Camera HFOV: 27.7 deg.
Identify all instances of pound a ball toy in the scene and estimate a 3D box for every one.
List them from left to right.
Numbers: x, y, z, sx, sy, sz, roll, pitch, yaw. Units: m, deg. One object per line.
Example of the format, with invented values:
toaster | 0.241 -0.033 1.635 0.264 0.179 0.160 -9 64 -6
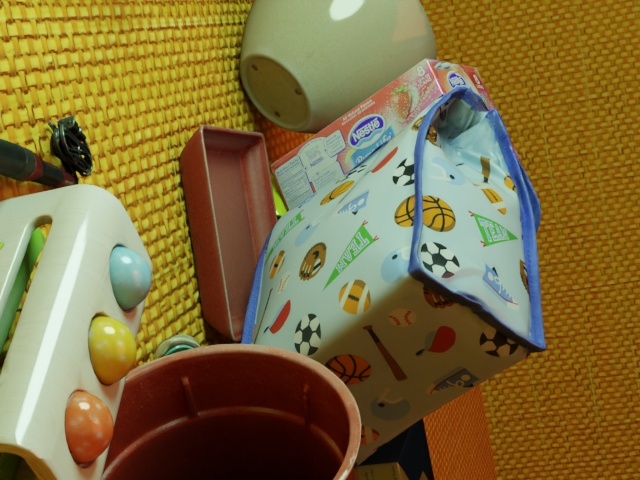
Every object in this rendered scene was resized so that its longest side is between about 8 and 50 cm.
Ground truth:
pound a ball toy | -0.222 0.080 0.979 0.319 0.136 0.208 -83 159 -47

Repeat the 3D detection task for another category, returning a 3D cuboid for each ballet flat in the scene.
ballet flat | -0.149 0.135 1.423 0.052 0.057 0.168 57 -3 31

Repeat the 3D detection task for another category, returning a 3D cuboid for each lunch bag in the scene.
lunch bag | 0.087 0.027 1.554 0.239 0.328 0.385 34 36 -27

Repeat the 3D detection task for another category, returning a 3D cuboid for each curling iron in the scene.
curling iron | -0.263 -0.079 1.116 0.274 0.035 0.068 -5 82 -76

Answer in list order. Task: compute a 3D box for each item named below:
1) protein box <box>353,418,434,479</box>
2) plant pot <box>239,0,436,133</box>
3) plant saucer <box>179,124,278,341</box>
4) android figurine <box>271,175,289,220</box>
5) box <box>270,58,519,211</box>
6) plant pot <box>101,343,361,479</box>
protein box | 0.030 0.318 1.667 0.200 0.201 0.136 -48 128 -72
plant pot | -0.005 -0.262 1.844 0.191 0.284 0.284 -44 132 -31
plant saucer | -0.109 -0.010 1.641 0.258 0.048 0.259 -9 91 -76
android figurine | 0.000 0.000 1.914 0.248 0.056 0.273 42 35 -30
box | 0.098 -0.108 1.793 0.142 0.300 0.154 -2 64 -54
plant pot | -0.084 0.282 1.195 0.272 0.272 0.265 -77 163 -55
